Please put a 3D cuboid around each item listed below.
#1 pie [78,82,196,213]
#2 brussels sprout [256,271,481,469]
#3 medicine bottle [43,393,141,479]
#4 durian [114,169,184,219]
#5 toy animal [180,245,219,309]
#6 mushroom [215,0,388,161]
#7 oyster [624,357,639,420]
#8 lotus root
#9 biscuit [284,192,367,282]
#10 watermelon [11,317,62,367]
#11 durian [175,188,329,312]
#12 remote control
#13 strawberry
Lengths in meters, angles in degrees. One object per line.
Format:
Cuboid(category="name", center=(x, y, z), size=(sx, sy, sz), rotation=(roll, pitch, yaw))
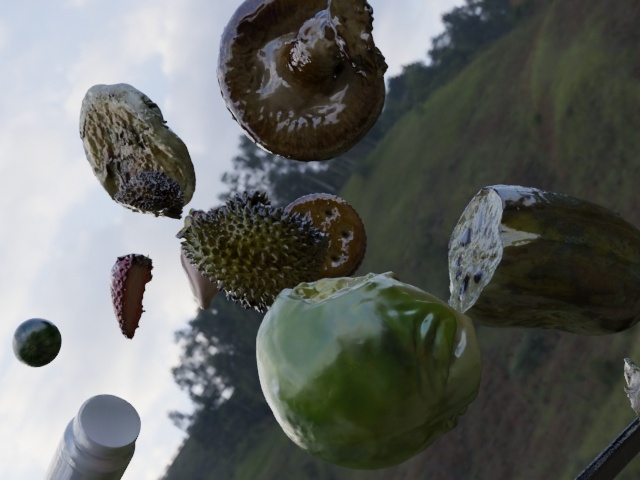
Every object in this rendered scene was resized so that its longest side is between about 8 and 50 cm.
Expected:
Cuboid(category="pie", center=(-0.418, -0.201, 2.326), size=(0.077, 0.339, 0.339), rotation=(-48, -25, -41))
Cuboid(category="brussels sprout", center=(0.074, 0.174, 1.512), size=(0.344, 0.344, 0.268), rotation=(-48, -8, -33))
Cuboid(category="medicine bottle", center=(-0.320, 0.304, 1.456), size=(0.103, 0.103, 0.187), rotation=(-36, -18, -48))
Cuboid(category="durian", center=(-0.330, -0.094, 2.088), size=(0.148, 0.188, 0.091), rotation=(21, -81, -26))
Cuboid(category="toy animal", center=(-0.208, 0.048, 2.318), size=(0.197, 0.171, 0.171), rotation=(-24, -37, -22))
Cuboid(category="mushroom", center=(-0.029, -0.298, 1.894), size=(0.356, 0.334, 0.331), rotation=(-89, -24, -65))
Cuboid(category="oyster", center=(0.626, 0.290, 1.814), size=(0.072, 0.209, 0.133), rotation=(-22, -63, -52))
Cuboid(category="lotus root", center=(0.406, 0.047, 1.765), size=(0.250, 0.346, 0.250), rotation=(-167, 90, -81))
Cuboid(category="biscuit", center=(0.000, 0.000, 2.398), size=(0.220, 0.220, 0.066), rotation=(-60, -11, -6))
Cuboid(category="watermelon", center=(-0.555, 0.198, 2.026), size=(0.109, 0.109, 0.109), rotation=(-48, -25, -32))
Cuboid(category="durian", center=(-0.129, 0.022, 2.067), size=(0.293, 0.258, 0.258), rotation=(27, -90, -41))
Cuboid(category="remote control", center=(0.516, 0.412, 1.877), size=(0.245, 0.025, 0.063), rotation=(-35, -63, -28))
Cuboid(category="strawberry", center=(-0.460, 0.121, 2.417), size=(0.167, 0.087, 0.208), rotation=(47, -122, -80))
